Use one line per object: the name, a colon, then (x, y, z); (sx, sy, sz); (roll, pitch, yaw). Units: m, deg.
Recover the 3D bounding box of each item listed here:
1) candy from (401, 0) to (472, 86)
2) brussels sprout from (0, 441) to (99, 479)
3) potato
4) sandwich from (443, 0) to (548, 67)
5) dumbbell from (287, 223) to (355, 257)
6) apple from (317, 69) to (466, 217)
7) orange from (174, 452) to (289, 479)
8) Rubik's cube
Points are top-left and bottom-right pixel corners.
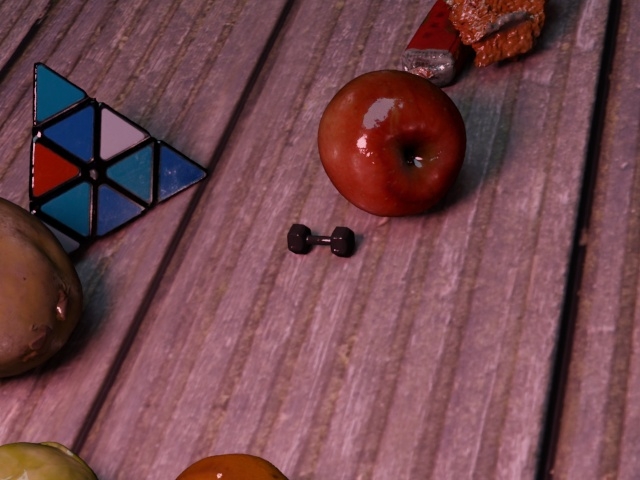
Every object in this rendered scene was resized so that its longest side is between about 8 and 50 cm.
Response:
candy: (0.178, -0.287, 1.628); (0.086, 0.059, 0.292); (7, 47, 28)
brussels sprout: (-0.313, 0.285, 1.165); (0.183, 0.131, 0.145); (-31, 65, -14)
potato: (-0.446, 0.046, 1.379); (0.326, 0.221, 0.243); (12, 18, 3)
sandwich: (0.272, -0.331, 1.587); (0.184, 0.109, 0.160); (-5, 64, -33)
dumbbell: (0.000, 0.000, 1.409); (0.083, 0.036, 0.040); (4, 47, 24)
apple: (0.085, -0.119, 1.406); (0.181, 0.181, 0.168); (-35, 21, -17)
orange: (-0.079, 0.279, 1.086); (0.156, 0.134, 0.157); (-10, 75, 43)
Rubik's cube: (-0.369, -0.132, 1.595); (0.284, 0.250, 0.234); (-36, 22, -18)
